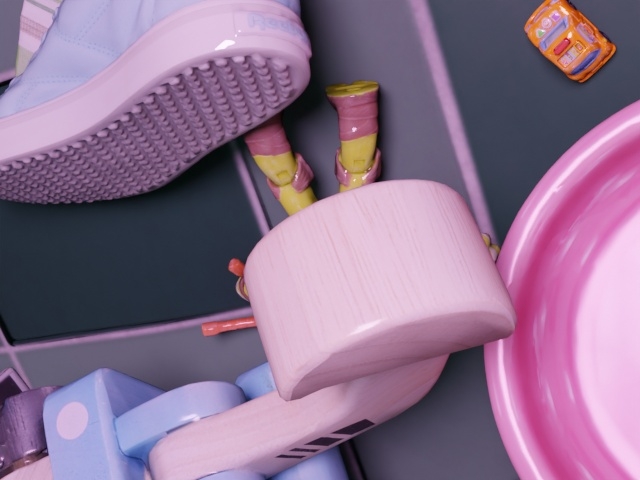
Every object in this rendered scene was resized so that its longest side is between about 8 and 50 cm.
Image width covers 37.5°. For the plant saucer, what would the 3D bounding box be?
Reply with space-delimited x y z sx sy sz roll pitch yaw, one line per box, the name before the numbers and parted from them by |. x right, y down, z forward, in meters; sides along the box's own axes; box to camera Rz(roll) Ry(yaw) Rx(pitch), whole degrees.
plant saucer | 0.269 0.066 0.570 0.332 0.084 0.332 -3 83 23

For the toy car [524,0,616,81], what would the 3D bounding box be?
toy car | 0.189 -0.142 0.590 0.122 0.040 0.060 -26 103 30

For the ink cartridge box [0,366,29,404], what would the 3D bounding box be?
ink cartridge box | -0.343 0.321 1.015 0.307 0.072 0.304 -31 101 29

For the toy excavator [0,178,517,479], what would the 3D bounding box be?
toy excavator | -0.051 0.152 0.670 0.445 0.433 0.222 -28 60 11

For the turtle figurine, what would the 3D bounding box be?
turtle figurine | 0.000 0.000 0.707 0.269 0.087 0.217 -6 112 24

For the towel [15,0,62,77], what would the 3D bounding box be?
towel | -0.181 -0.174 0.739 0.113 0.023 0.152 29 124 9

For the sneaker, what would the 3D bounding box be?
sneaker | -0.145 -0.128 0.682 0.365 0.135 0.150 -17 69 38
